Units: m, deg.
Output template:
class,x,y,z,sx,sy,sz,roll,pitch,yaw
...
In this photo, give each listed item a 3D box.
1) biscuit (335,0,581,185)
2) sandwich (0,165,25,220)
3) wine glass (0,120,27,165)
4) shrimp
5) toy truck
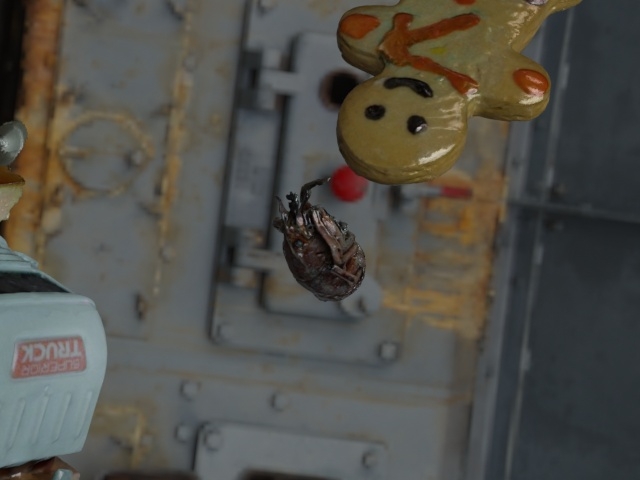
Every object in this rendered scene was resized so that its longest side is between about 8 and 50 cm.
class,x,y,z,sx,sy,sz,roll,pitch,yaw
biscuit,0.087,-0.130,0.907,0.234,0.153,0.030,-56,157,-28
sandwich,-0.410,-0.051,1.495,0.193,0.162,0.058,-105,-159,-66
wine glass,-0.272,-0.087,1.064,0.083,0.042,0.039,25,46,-59
shrimp,-0.001,0.001,1.152,0.190,0.075,0.073,49,56,-56
toy truck,-0.225,0.151,0.769,0.136,0.162,0.305,1,109,-59
